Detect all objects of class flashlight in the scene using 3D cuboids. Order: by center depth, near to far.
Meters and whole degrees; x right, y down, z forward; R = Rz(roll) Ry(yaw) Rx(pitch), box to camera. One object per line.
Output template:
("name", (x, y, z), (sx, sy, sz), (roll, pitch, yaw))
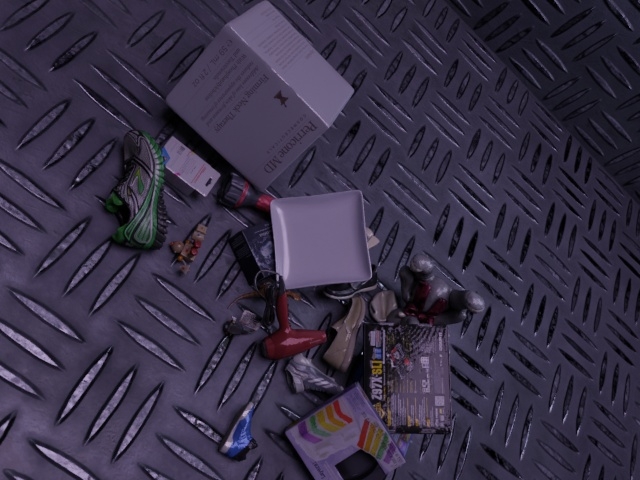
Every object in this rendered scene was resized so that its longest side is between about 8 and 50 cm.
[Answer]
("flashlight", (-0.164, -0.110, 2.007), (0.304, 0.103, 0.103), (23, 57, -25))

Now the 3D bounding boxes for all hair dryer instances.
("hair dryer", (-0.105, 0.237, 1.850), (0.294, 0.080, 0.223), (32, 98, -25))

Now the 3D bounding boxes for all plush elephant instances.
("plush elephant", (0.317, 0.232, 2.124), (0.272, 0.330, 0.255), (38, 75, -2))

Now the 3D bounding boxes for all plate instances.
("plate", (0.000, 0.000, 1.914), (0.278, 0.045, 0.277), (-6, 76, 1))

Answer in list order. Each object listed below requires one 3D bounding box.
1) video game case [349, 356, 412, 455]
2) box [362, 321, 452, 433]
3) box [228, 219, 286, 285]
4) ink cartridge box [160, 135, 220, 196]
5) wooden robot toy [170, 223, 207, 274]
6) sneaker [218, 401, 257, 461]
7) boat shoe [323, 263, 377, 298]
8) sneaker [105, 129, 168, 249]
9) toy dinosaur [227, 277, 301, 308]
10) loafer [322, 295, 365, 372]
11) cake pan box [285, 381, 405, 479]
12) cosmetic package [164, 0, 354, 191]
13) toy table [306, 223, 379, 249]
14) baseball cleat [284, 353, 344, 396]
("video game case", (0.191, 0.521, 2.013), (0.244, 0.061, 0.269), (40, 53, -14))
("box", (0.253, 0.408, 1.925), (0.257, 0.079, 0.321), (1, 73, 0))
("box", (-0.166, 0.030, 1.951), (0.156, 0.093, 0.158), (-23, 86, -40))
("ink cartridge box", (-0.398, -0.206, 1.906), (0.181, 0.062, 0.104), (39, 53, -16))
("wooden robot toy", (-0.380, 0.014, 1.822), (0.079, 0.076, 0.173), (26, 56, -12))
("sneaker", (-0.199, 0.515, 1.735), (0.085, 0.058, 0.152), (36, 58, -11))
("boat shoe", (0.098, 0.131, 2.090), (0.233, 0.079, 0.084), (-15, 34, -43))
("sneaker", (-0.503, -0.146, 1.758), (0.146, 0.134, 0.343), (3, 69, -34))
("toy dinosaur", (-0.162, 0.152, 1.909), (0.212, 0.112, 0.064), (-5, 97, 3))
("loafer", (0.074, 0.277, 2.010), (0.092, 0.102, 0.268), (18, 50, -1))
("cake pan box", (0.071, 0.572, 1.811), (0.246, 0.070, 0.266), (-31, 91, 4))
("cosmetic package", (-0.171, -0.437, 1.948), (0.394, 0.329, 0.327), (43, 33, -11))
("toy table", (0.052, 0.000, 2.047), (0.274, 0.252, 0.161), (-32, 74, -29))
("baseball cleat", (-0.023, 0.425, 1.910), (0.206, 0.072, 0.109), (41, 66, -8))
